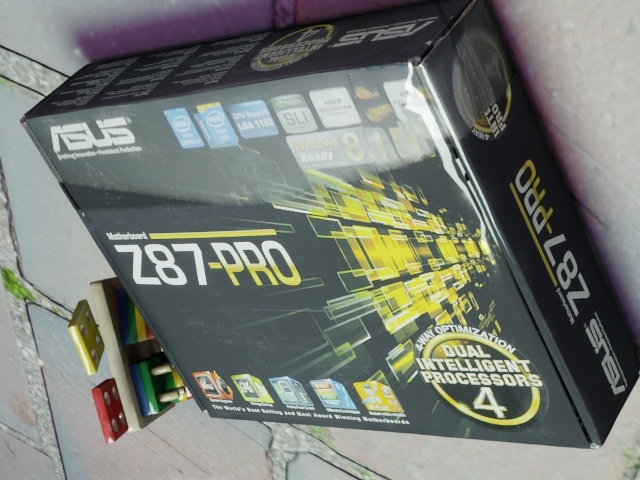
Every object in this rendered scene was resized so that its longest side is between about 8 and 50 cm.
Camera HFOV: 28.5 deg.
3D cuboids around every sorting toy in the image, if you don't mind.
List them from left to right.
[{"bbox_3d":[-0.152,0.092,1.116,0.046,0.274,0.132,-15,90,7],"label":"sorting toy"}]

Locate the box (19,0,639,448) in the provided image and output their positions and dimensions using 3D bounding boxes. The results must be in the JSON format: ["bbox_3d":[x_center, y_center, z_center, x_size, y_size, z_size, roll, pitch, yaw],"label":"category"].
[{"bbox_3d":[0.000,0.000,0.929,0.395,0.097,0.318,-1,125,41],"label":"box"}]
